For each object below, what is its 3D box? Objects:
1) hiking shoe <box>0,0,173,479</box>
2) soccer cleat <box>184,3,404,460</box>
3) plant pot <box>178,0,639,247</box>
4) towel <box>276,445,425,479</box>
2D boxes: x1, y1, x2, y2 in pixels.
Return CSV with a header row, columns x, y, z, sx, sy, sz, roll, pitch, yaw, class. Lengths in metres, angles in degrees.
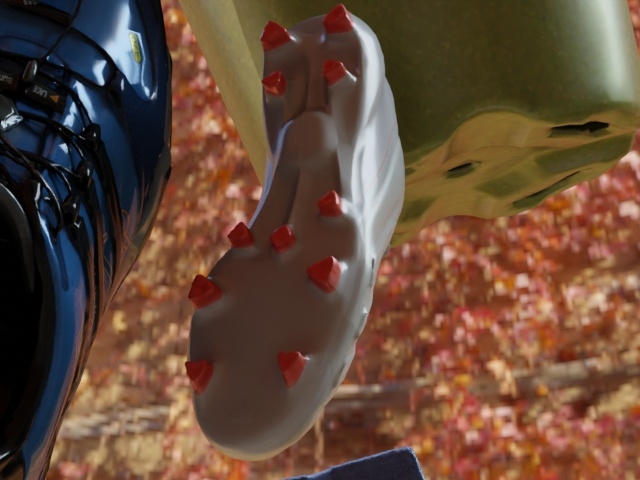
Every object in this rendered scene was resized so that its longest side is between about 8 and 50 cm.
x,y,z,sx,sy,sz,roll,pitch,yaw,class
-0.108,-0.013,0.602,0.113,0.304,0.132,12,-23,-11,hiking shoe
0.000,0.000,0.621,0.068,0.196,0.076,-7,-38,23,soccer cleat
0.035,-0.139,0.811,0.276,0.253,0.276,-16,-13,-4,plant pot
0.012,0.173,1.078,0.119,0.067,0.029,-16,-50,0,towel
